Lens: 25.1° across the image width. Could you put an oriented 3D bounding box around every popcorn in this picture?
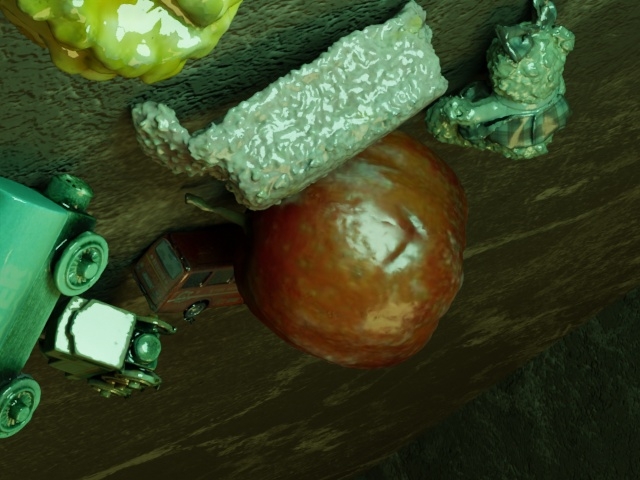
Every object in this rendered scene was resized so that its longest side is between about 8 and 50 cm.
[{"bbox_3d":[-0.106,-0.167,0.755,0.170,0.180,0.180,-3,-179,37],"label":"popcorn"}]

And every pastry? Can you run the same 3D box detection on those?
[{"bbox_3d":[-0.013,-0.100,1.163,0.265,0.112,0.103,-22,175,-10],"label":"pastry"}]

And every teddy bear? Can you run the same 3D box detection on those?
[{"bbox_3d":[0.185,-0.133,1.371,0.133,0.111,0.213,-25,166,-19],"label":"teddy bear"}]

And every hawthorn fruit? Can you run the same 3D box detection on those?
[{"bbox_3d":[0.000,0.000,1.368,0.272,0.242,0.242,13,149,-18],"label":"hawthorn fruit"}]

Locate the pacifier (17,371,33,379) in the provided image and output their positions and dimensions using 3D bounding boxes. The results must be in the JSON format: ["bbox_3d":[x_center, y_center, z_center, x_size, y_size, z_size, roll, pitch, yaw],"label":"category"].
[{"bbox_3d":[-0.384,0.264,1.512,0.287,0.226,0.238,-44,179,39],"label":"pacifier"}]

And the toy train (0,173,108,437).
[{"bbox_3d":[-0.269,0.054,1.144,0.248,0.101,0.159,-62,154,3],"label":"toy train"}]

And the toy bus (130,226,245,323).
[{"bbox_3d":[-0.092,0.029,1.525,0.235,0.073,0.096,-7,148,-49],"label":"toy bus"}]

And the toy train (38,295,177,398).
[{"bbox_3d":[-0.229,0.108,1.476,0.125,0.081,0.194,22,162,-20],"label":"toy train"}]
